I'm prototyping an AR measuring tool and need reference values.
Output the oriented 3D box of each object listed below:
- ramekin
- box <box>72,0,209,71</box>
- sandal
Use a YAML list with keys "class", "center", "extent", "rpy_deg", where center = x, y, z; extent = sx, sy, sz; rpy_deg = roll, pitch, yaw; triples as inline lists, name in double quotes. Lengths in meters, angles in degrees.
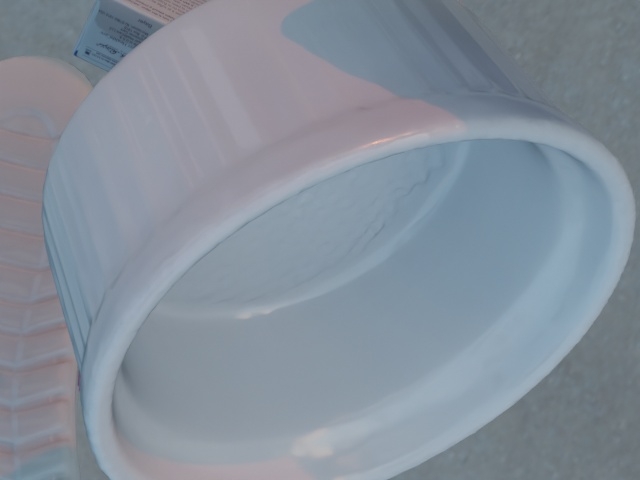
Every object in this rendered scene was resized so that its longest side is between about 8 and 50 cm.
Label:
- class: "ramekin"
  center: [0.000, 0.000, 0.726]
  extent: [0.135, 0.277, 0.277]
  rpy_deg: [62, 147, 34]
- class: "box"
  center: [-0.115, -0.183, 1.204]
  extent: [0.126, 0.137, 0.072]
  rpy_deg: [26, 130, -10]
- class: "sandal"
  center: [-0.226, 0.074, 1.028]
  extent: [0.169, 0.416, 0.102]
  rpy_deg: [1, 162, 3]
